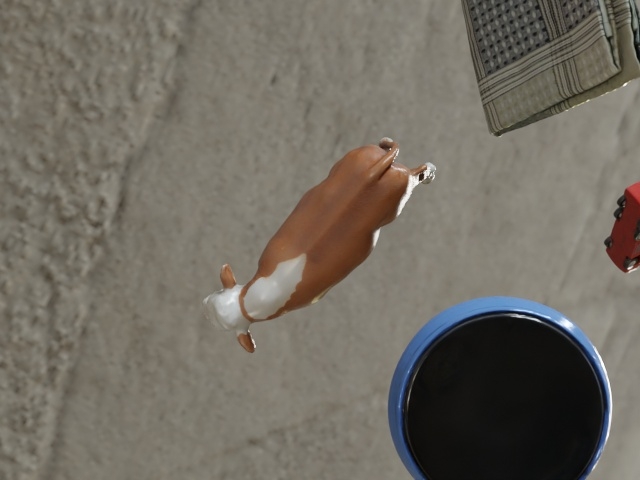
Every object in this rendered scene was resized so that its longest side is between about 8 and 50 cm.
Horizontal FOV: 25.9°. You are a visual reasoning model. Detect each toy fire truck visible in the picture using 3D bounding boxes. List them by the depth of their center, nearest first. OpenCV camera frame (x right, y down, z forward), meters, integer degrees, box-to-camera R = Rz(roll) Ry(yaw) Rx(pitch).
[{"bbox_3d":[0.427,-0.049,1.706,0.135,0.047,0.192,-26,149,-17],"label":"toy fire truck"}]

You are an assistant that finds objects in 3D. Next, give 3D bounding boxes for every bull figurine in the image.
[{"bbox_3d":[0.000,0.000,1.570,0.310,0.101,0.188,-42,177,25],"label":"bull figurine"}]

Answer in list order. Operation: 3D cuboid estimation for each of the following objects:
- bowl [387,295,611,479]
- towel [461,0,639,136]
[{"bbox_3d":[0.314,0.292,2.404,0.077,0.391,0.391,-93,-155,-86],"label":"bowl"},{"bbox_3d":[0.311,-0.333,1.952,0.056,0.324,0.312,-2,78,-35],"label":"towel"}]
